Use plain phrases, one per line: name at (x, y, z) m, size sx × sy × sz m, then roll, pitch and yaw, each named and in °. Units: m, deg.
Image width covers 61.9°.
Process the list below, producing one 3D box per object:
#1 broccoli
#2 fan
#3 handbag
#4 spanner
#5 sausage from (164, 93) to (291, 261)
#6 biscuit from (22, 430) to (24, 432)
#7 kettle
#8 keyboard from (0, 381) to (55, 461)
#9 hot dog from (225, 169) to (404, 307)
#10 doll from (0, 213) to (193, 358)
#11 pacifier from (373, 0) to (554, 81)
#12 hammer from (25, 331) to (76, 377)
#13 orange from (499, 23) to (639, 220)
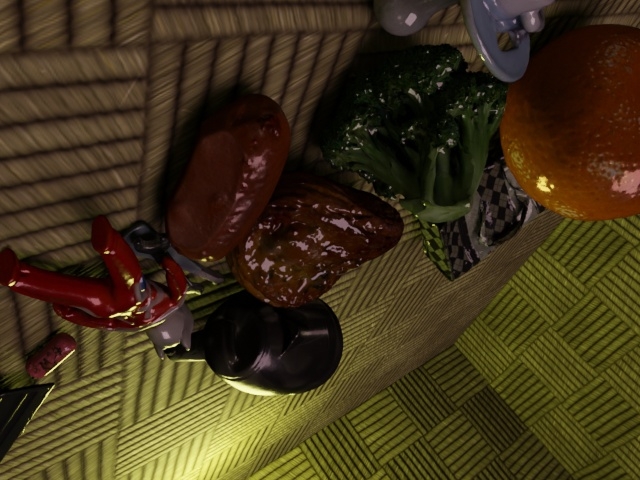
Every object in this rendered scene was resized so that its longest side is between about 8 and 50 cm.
broccoli at (0.155, -0.159, 0.849) m, size 0.307 × 0.275 × 0.308 m, roll -2°, pitch 155°, yaw -1°
fan at (-0.238, 0.035, 0.887) m, size 0.057 × 0.023 × 0.282 m, roll -42°, pitch 154°, yaw 0°
handbag at (0.448, -0.119, 1.430) m, size 0.416 × 0.180 × 0.317 m, roll -37°, pitch 143°, yaw -4°
spanner at (-0.238, 0.047, 0.863) m, size 0.054 × 0.015 × 0.254 m, roll -18°, pitch 156°, yaw -5°
sausage at (-0.126, -0.078, 0.730) m, size 0.133 × 0.133 × 0.258 m, roll -5°, pitch 134°, yaw -51°
biscuit at (-0.596, 0.323, 0.854) m, size 0.230 × 0.025 × 0.131 m, roll -16°, pitch 145°, yaw -42°
kettle at (-0.149, 0.208, 1.092) m, size 0.320 × 0.229 × 0.324 m, roll -9°, pitch 166°, yaw 20°
keyboard at (-0.574, 0.373, 0.906) m, size 0.381 × 0.041 × 0.103 m, roll -55°, pitch 152°, yaw 16°
hot dog at (0.000, 0.000, 0.971) m, size 0.267 × 0.174 × 0.387 m, roll -35°, pitch 158°, yaw 23°
doll at (-0.289, 0.088, 0.810) m, size 0.188 × 0.099 × 0.384 m, roll -18°, pitch 152°, yaw 0°
pacifier at (0.172, -0.334, 0.679) m, size 0.225 × 0.287 × 0.238 m, roll -7°, pitch -161°, yaw 37°
hammer at (-0.425, 0.180, 0.842) m, size 0.083 × 0.043 × 0.043 m, roll -40°, pitch 155°, yaw 3°
orange at (0.581, -0.240, 1.137) m, size 0.423 × 0.424 × 0.326 m, roll -31°, pitch 176°, yaw -20°
